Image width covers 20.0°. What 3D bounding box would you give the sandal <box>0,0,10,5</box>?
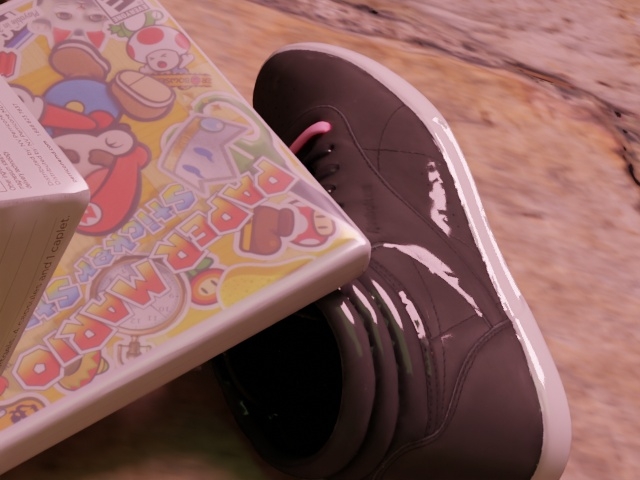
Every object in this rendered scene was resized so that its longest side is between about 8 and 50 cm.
[{"bbox_3d":[-0.160,-0.086,0.919,0.049,0.072,0.180,36,21,-35],"label":"sandal"}]

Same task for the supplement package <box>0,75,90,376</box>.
[{"bbox_3d":[-0.223,0.018,0.592,0.203,0.194,0.149,-10,49,-46],"label":"supplement package"}]

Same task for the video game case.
[{"bbox_3d":[-0.128,-0.014,0.783,0.227,0.026,0.206,-28,61,-25],"label":"video game case"}]

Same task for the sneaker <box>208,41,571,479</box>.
[{"bbox_3d":[0.000,0.000,0.882,0.147,0.104,0.296,8,43,-40],"label":"sneaker"}]
